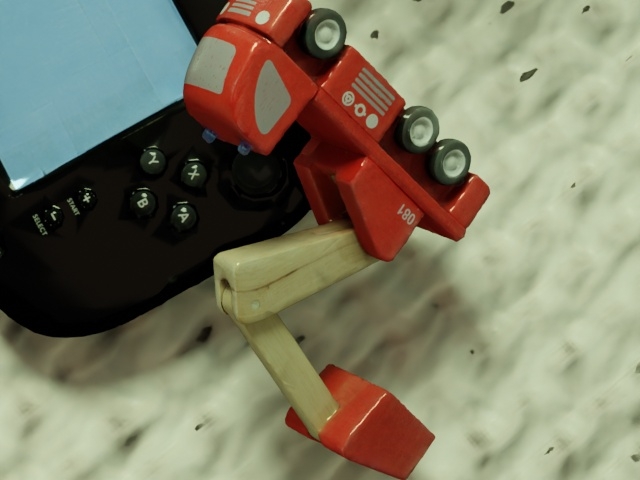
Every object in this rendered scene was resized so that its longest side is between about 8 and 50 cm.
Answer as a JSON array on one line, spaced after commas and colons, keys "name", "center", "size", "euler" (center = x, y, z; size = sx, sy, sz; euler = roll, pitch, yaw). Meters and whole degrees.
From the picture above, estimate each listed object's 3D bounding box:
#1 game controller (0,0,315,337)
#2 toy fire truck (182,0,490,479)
[{"name": "game controller", "center": [-0.130, -0.120, 0.707], "size": [0.166, 0.067, 0.319], "euler": [-29, 85, -11]}, {"name": "toy fire truck", "center": [0.000, 0.000, 0.663], "size": [0.192, 0.047, 0.135], "euler": [42, 78, -35]}]
